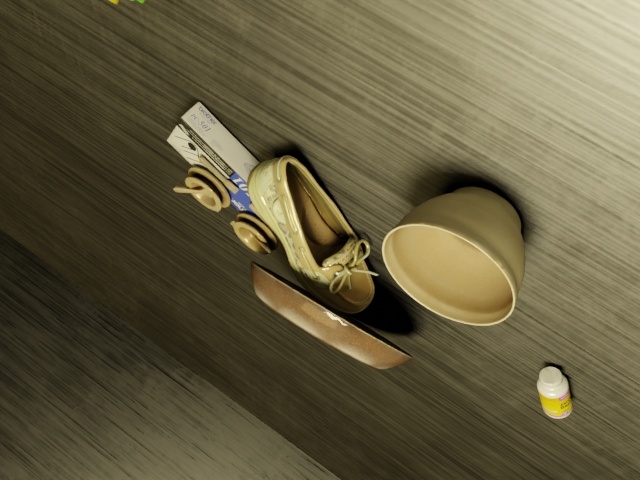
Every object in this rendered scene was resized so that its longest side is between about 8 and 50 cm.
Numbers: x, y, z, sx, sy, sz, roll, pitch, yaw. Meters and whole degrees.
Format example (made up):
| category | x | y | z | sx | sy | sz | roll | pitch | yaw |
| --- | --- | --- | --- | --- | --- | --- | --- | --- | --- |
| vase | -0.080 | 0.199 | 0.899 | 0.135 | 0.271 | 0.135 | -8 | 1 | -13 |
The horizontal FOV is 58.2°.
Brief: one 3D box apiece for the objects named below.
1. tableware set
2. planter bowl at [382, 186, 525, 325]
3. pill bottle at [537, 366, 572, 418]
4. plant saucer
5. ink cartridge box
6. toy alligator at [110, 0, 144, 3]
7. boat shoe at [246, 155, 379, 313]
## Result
| category | x | y | z | sx | sy | sz | roll | pitch | yaw |
| --- | --- | --- | --- | --- | --- | --- | --- | --- | --- |
| tableware set | -0.153 | -0.042 | 0.950 | 0.194 | 0.039 | 0.128 | 43 | 154 | -8 |
| planter bowl | 0.169 | 0.006 | 0.676 | 0.162 | 0.109 | 0.162 | 28 | 148 | 19 |
| pill bottle | 0.345 | 0.223 | 0.848 | 0.043 | 0.043 | 0.083 | 11 | 141 | 40 |
| plant saucer | 0.008 | 0.132 | 0.962 | 0.311 | 0.050 | 0.310 | 30 | 177 | 2 |
| ink cartridge box | -0.147 | -0.116 | 0.924 | 0.207 | 0.046 | 0.097 | 45 | 152 | -12 |
| toy alligator | -0.293 | -0.361 | 0.748 | 0.190 | 0.056 | 0.051 | 35 | -169 | 6 |
| boat shoe | 0.000 | 0.000 | 0.862 | 0.285 | 0.104 | 0.089 | 51 | 151 | -20 |
